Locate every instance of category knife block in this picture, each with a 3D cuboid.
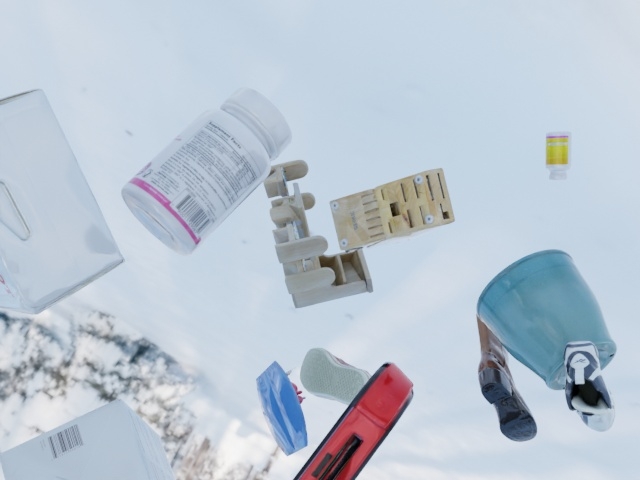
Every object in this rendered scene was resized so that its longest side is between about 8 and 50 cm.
[{"bbox_3d":[0.140,-0.045,1.221,0.276,0.088,0.242,-16,175,34],"label":"knife block"}]

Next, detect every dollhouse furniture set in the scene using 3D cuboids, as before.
[{"bbox_3d":[0.000,0.000,2.149,0.257,0.362,0.394,-13,133,-1],"label":"dollhouse furniture set"}]

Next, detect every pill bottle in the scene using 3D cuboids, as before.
[{"bbox_3d":[0.416,-0.148,1.230,0.044,0.083,0.043,-1,-174,0],"label":"pill bottle"},{"bbox_3d":[-0.189,-0.124,1.216,0.160,0.283,0.160,37,160,16],"label":"pill bottle"}]

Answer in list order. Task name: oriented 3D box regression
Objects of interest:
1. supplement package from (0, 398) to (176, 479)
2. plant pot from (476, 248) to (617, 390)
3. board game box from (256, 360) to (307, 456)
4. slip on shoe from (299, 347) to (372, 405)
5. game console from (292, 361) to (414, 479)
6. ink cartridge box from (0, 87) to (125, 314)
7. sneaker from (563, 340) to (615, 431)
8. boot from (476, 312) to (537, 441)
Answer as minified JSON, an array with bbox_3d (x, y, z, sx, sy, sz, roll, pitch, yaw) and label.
[{"bbox_3d":[-0.352,0.418,1.149,0.198,0.199,0.262,61,169,26],"label":"supplement package"},{"bbox_3d":[0.556,0.203,1.679,0.271,0.272,0.255,51,-172,-49],"label":"plant pot"},{"bbox_3d":[-0.048,0.257,1.086,0.133,0.033,0.168,66,152,17],"label":"board game box"},{"bbox_3d":[0.049,0.361,1.820,0.101,0.122,0.331,26,170,-32],"label":"slip on shoe"},{"bbox_3d":[-0.010,0.325,0.931,0.060,0.386,0.342,38,176,9],"label":"game console"},{"bbox_3d":[-0.500,-0.050,1.067,0.385,0.160,0.279,0,118,47],"label":"ink cartridge box"},{"bbox_3d":[0.567,0.345,1.482,0.094,0.153,0.234,-4,117,24],"label":"sneaker"},{"bbox_3d":[0.486,0.364,1.881,0.096,0.280,0.264,-32,113,25],"label":"boot"}]
